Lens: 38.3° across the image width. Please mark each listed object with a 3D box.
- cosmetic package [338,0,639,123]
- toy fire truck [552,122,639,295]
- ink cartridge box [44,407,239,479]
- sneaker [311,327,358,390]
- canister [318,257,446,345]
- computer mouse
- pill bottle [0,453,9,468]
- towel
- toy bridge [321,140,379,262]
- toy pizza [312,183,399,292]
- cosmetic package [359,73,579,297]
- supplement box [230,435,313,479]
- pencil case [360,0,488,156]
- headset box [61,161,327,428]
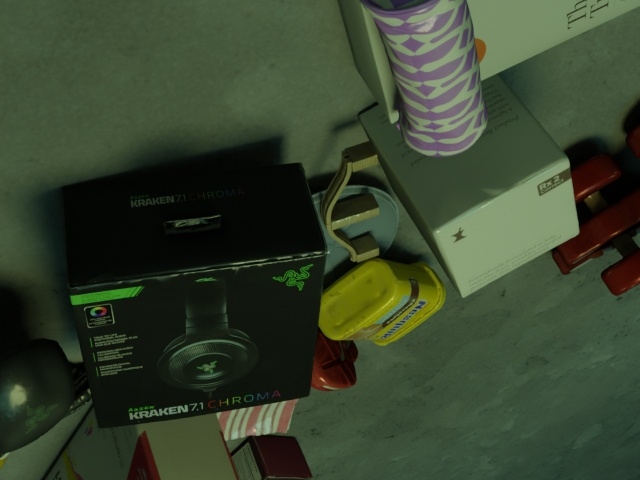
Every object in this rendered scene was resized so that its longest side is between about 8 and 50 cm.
[{"bbox_3d":[0.138,-0.300,0.767,0.284,0.097,0.377,-24,145,-1],"label":"cosmetic package"},{"bbox_3d":[0.451,-0.054,1.262,0.302,0.169,0.254,-35,169,10],"label":"toy fire truck"},{"bbox_3d":[-0.245,0.344,1.209,0.131,0.226,0.306,9,130,-41],"label":"ink cartridge box"},{"bbox_3d":[-0.025,0.172,1.203,0.128,0.087,0.221,-30,176,11],"label":"sneaker"},{"bbox_3d":[0.077,0.079,1.185,0.126,0.073,0.170,-38,159,18],"label":"canister"},{"bbox_3d":[-0.312,0.184,0.992,0.188,0.072,0.272,-34,169,-24],"label":"computer mouse"},{"bbox_3d":[-0.412,0.265,1.152,0.043,0.043,0.083,6,134,-39],"label":"pill bottle"},{"bbox_3d":[-0.119,0.251,1.347,0.197,0.029,0.144,-7,139,-28],"label":"towel"},{"bbox_3d":[0.033,-0.032,1.034,0.063,0.026,0.188,-18,145,-10],"label":"toy bridge"},{"bbox_3d":[0.000,0.000,1.107,0.201,0.032,0.201,-19,145,-14],"label":"toy pizza"},{"bbox_3d":[0.161,-0.071,0.993,0.151,0.183,0.151,-29,145,2],"label":"cosmetic package"},{"bbox_3d":[-0.118,0.401,1.494,0.104,0.080,0.188,18,125,-46],"label":"supplement box"},{"bbox_3d":[0.085,-0.155,0.769,0.088,0.086,0.206,4,149,22],"label":"pencil case"},{"bbox_3d":[-0.130,0.056,0.971,0.246,0.131,0.283,-7,140,-12],"label":"headset box"}]
